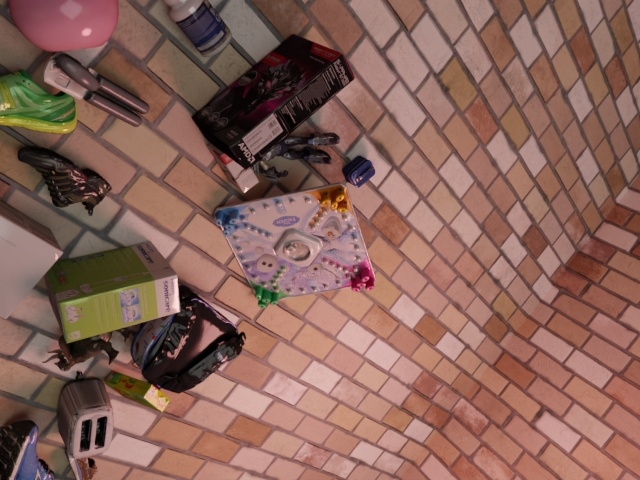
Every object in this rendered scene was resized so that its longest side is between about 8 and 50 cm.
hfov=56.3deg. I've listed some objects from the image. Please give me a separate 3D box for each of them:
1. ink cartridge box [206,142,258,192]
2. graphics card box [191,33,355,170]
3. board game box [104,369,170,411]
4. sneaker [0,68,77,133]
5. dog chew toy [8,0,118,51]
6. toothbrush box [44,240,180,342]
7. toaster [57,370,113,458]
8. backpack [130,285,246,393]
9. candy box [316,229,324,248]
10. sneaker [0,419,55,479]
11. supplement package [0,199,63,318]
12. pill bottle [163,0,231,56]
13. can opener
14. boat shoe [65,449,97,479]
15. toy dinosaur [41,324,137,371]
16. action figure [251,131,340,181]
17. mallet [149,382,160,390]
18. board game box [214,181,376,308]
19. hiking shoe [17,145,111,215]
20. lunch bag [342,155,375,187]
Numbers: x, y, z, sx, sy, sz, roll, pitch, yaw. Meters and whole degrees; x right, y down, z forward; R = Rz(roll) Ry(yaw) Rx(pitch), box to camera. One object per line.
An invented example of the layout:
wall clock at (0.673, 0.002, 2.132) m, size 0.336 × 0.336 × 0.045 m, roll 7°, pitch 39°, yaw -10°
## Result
ink cartridge box at (-0.237, -0.207, 1.616) m, size 0.056 × 0.099 × 0.135 m, roll -39°, pitch 130°, yaw -12°
graphics card box at (-0.124, -0.361, 1.522) m, size 0.371 × 0.233 × 0.094 m, roll -42°, pitch 136°, yaw -8°
board game box at (-0.524, 0.430, 1.707) m, size 0.043 × 0.181 × 0.092 m, roll -61°, pitch 138°, yaw -28°
sneaker at (-0.666, -0.305, 1.261) m, size 0.295 × 0.109 × 0.123 m, roll 3°, pitch 103°, yaw -43°
dog chew toy at (-0.519, -0.547, 1.166) m, size 0.206 × 0.206 × 0.332 m, roll -18°, pitch 116°, yaw -27°
toothbrush box at (-0.529, 0.122, 1.516) m, size 0.283 × 0.206 × 0.122 m, roll -16°, pitch 122°, yaw -29°
toaster at (-0.653, 0.495, 1.674) m, size 0.129 × 0.146 × 0.227 m, roll -1°, pitch 115°, yaw -36°
backpack at (-0.402, 0.284, 1.697) m, size 0.263 × 0.213 × 0.276 m, roll -53°, pitch 127°, yaw -13°
candy box at (0.000, 0.000, 1.862) m, size 0.071 × 0.159 × 0.233 m, roll -35°, pitch 131°, yaw -17°
sneaker at (-0.823, 0.631, 1.663) m, size 0.147 × 0.130 × 0.330 m, roll -6°, pitch 122°, yaw -50°
supplement package at (-0.760, 0.012, 1.328) m, size 0.204 × 0.145 × 0.262 m, roll -50°, pitch 132°, yaw -3°
pill bottle at (-0.293, -0.524, 1.402) m, size 0.094 × 0.094 × 0.169 m, roll -46°, pitch 132°, yaw -5°
can opener at (-0.490, -0.327, 1.333) m, size 0.074 × 0.093 × 0.280 m, roll -56°, pitch 154°, yaw 4°
boat shoe at (-0.708, 0.690, 1.798) m, size 0.066 × 0.066 × 0.183 m, roll -22°, pitch 125°, yaw -27°
toy dinosaur at (-0.585, 0.229, 1.590) m, size 0.160 × 0.121 × 0.313 m, roll 33°, pitch 78°, yaw -10°
action figure at (-0.094, -0.264, 1.692) m, size 0.285 × 0.099 × 0.185 m, roll -7°, pitch 123°, yaw -30°
mallet at (-0.448, 0.442, 1.871) m, size 0.189 × 0.039 × 0.062 m, roll 15°, pitch 104°, yaw -44°
board game box at (-0.066, 0.033, 1.755) m, size 0.390 × 0.050 × 0.390 m, roll -11°, pitch 129°, yaw 13°
hiking shoe at (-0.607, -0.133, 1.398) m, size 0.227 × 0.086 × 0.114 m, roll 30°, pitch 92°, yaw -43°
lunch bag at (0.127, -0.219, 1.895) m, size 0.098 × 0.065 × 0.067 m, roll -41°, pitch 132°, yaw -9°
